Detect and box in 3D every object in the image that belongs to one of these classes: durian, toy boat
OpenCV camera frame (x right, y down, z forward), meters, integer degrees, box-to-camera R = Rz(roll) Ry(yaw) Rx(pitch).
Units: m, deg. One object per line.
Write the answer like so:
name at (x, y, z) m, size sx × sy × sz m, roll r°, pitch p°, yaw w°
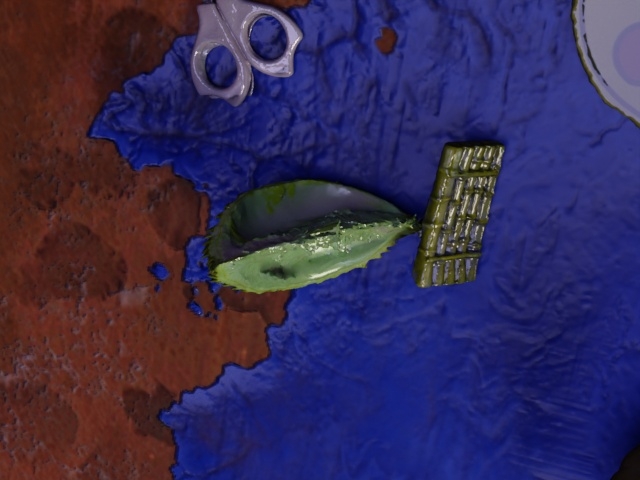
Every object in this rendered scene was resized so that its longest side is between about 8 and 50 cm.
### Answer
durian at (0.000, 0.000, 0.907) m, size 0.215 × 0.100 × 0.086 m, roll -12°, pitch 105°, yaw -27°
toy boat at (0.106, -0.020, 0.900) m, size 0.016 × 0.063 × 0.115 m, roll 32°, pitch 119°, yaw 46°

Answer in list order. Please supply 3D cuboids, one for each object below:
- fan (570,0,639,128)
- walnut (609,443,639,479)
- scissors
fan at (0.294, -0.128, 0.841) m, size 0.230 × 0.011 × 0.335 m, roll 3°, pitch 105°, yaw 15°
walnut at (0.320, 0.223, 0.821) m, size 0.261 × 0.225 × 0.225 m, roll -5°, pitch 108°, yaw 58°
scissors at (-0.090, -0.201, 0.928) m, size 0.100 × 0.015 × 0.189 m, roll -27°, pitch 95°, yaw 20°
